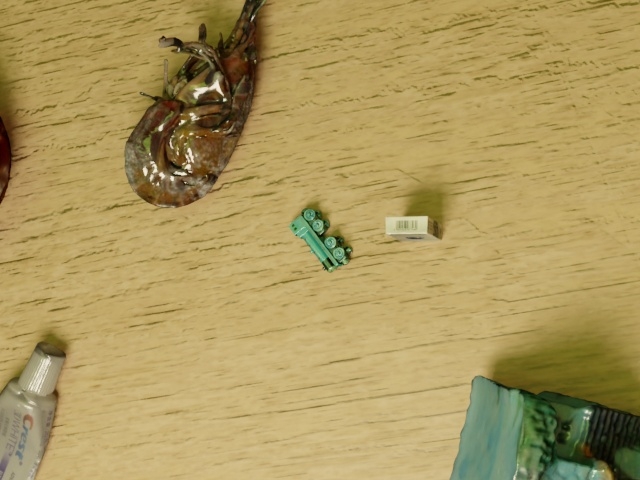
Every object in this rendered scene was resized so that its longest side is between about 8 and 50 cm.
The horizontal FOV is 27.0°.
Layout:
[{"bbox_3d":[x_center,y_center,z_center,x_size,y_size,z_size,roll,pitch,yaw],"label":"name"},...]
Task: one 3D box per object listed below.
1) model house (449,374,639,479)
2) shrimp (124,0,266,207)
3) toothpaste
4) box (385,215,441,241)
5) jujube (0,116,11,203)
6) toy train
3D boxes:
[{"bbox_3d":[0.274,0.309,1.485,0.241,0.226,0.261,15,88,-11],"label":"model house"},{"bbox_3d":[-0.150,-0.204,1.723,0.145,0.116,0.343,26,87,-5],"label":"shrimp"},{"bbox_3d":[-0.413,0.266,1.767,0.099,0.068,0.282,33,100,46],"label":"toothpaste"},{"bbox_3d":[0.114,-0.014,1.629,0.054,0.083,0.024,-3,82,16],"label":"box"},{"bbox_3d":[-0.600,-0.082,1.777,0.377,0.276,0.276,-14,78,27],"label":"jujube"},{"bbox_3d":[0.000,0.000,1.692,0.045,0.029,0.092,-42,74,15],"label":"toy train"}]
